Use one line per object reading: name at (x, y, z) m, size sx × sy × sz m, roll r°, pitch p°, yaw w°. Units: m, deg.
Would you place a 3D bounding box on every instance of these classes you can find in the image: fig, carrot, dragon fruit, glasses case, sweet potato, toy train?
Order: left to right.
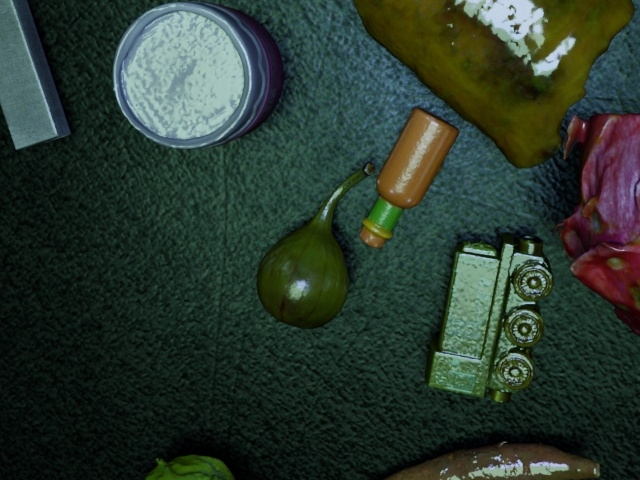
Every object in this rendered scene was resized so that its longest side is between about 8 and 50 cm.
glasses case at (-0.400, -0.230, 1.186) m, size 0.071 × 0.047 × 0.204 m, roll -15°, pitch 98°, yaw 14°
fig at (0.000, 0.000, 1.144) m, size 0.124 × 0.124 × 0.236 m, roll 24°, pitch 96°, yaw 3°
sweet potato at (0.212, 0.308, 1.198) m, size 0.315 × 0.066 × 0.072 m, roll -8°, pitch 92°, yaw 11°
carrot at (0.187, -0.271, 1.006) m, size 0.241 × 0.241 × 0.340 m, roll -43°, pitch 95°, yaw 12°
toy train at (0.218, 0.096, 1.146) m, size 0.137 × 0.090 × 0.225 m, roll 10°, pitch 101°, yaw 9°
dragon fruit at (0.430, 0.009, 0.956) m, size 0.386 × 0.371 × 0.249 m, roll 20°, pitch 93°, yaw 22°

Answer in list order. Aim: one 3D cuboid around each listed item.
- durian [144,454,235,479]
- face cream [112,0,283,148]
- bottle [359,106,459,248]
durian at (-0.171, 0.466, 1.219) m, size 0.256 × 0.204 × 0.339 m, roll -33°, pitch 86°, yaw -2°
face cream at (-0.143, -0.201, 1.082) m, size 0.175 × 0.195 × 0.175 m, roll 1°, pitch 101°, yaw 6°
bottle at (0.106, -0.076, 1.140) m, size 0.069 × 0.069 × 0.187 m, roll 30°, pitch 106°, yaw 1°
